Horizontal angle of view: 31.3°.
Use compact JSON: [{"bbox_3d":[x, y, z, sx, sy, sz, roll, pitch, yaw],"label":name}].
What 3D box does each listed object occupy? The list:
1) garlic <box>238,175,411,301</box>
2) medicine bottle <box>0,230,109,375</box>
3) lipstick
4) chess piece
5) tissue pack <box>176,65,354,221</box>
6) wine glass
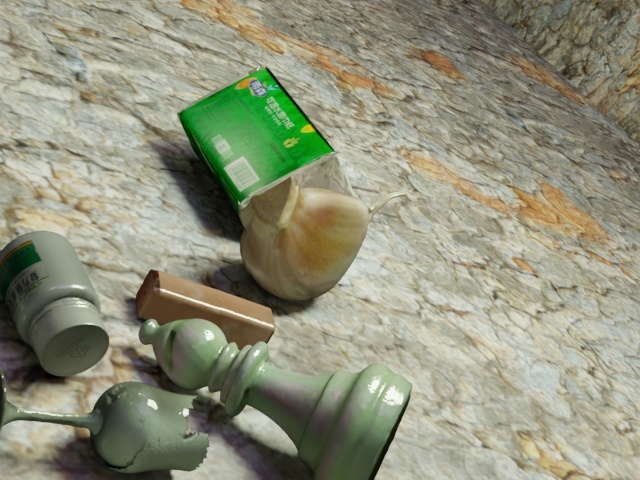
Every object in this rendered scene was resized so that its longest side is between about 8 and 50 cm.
[{"bbox_3d":[0.000,0.001,1.397,0.266,0.148,0.128,-11,79,-57],"label":"garlic"},{"bbox_3d":[-0.249,0.059,1.063,0.080,0.080,0.130,10,32,-41],"label":"medicine bottle"},{"bbox_3d":[-0.123,0.077,1.225,0.145,0.045,0.045,20,25,-25],"label":"lipstick"},{"bbox_3d":[-0.057,0.143,1.111,0.272,0.139,0.139,24,23,8],"label":"chess piece"},{"bbox_3d":[-0.068,-0.098,1.523,0.209,0.148,0.156,53,-9,40],"label":"tissue pack"},{"bbox_3d":[-0.189,0.153,0.958,0.195,0.079,0.079,13,31,-35],"label":"wine glass"}]
